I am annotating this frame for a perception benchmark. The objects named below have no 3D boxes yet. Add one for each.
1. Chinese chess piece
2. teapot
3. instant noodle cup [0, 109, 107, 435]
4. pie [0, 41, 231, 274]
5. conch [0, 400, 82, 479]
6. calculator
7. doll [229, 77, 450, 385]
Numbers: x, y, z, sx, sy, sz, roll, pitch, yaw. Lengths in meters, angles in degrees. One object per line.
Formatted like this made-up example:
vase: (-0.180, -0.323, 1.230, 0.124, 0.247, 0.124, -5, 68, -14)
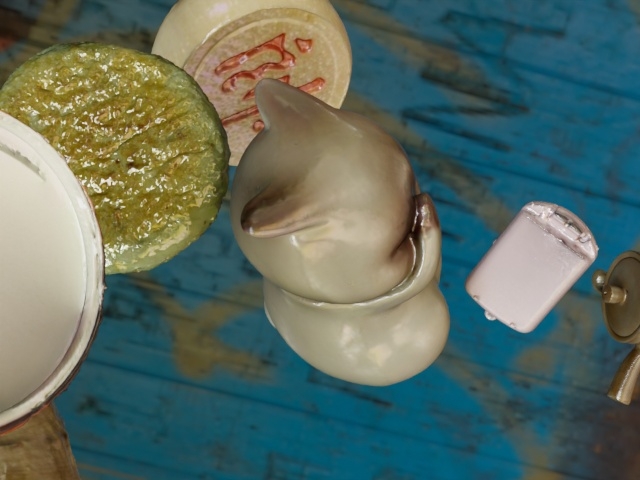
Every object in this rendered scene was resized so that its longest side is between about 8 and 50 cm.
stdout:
Chinese chess piece: (-0.092, -0.226, 1.654, 0.112, 0.270, 0.270, 58, 140, 43)
teapot: (0.230, 0.062, 0.903, 0.085, 0.080, 0.110, -151, 69, -71)
instant noodle cup: (-0.220, 0.018, 0.631, 0.174, 0.213, 0.213, -8, 64, 48)
pie: (-0.230, -0.086, 1.329, 0.078, 0.277, 0.277, 100, -178, -73)
conch: (-0.287, 0.147, 0.886, 0.186, 0.263, 0.324, -53, 22, 44)
calculator: (0.236, 0.032, 1.424, 0.175, 0.100, 0.032, -55, -5, 36)
doll: (0.028, 0.010, 1.335, 0.370, 0.226, 0.215, 81, -164, -59)
